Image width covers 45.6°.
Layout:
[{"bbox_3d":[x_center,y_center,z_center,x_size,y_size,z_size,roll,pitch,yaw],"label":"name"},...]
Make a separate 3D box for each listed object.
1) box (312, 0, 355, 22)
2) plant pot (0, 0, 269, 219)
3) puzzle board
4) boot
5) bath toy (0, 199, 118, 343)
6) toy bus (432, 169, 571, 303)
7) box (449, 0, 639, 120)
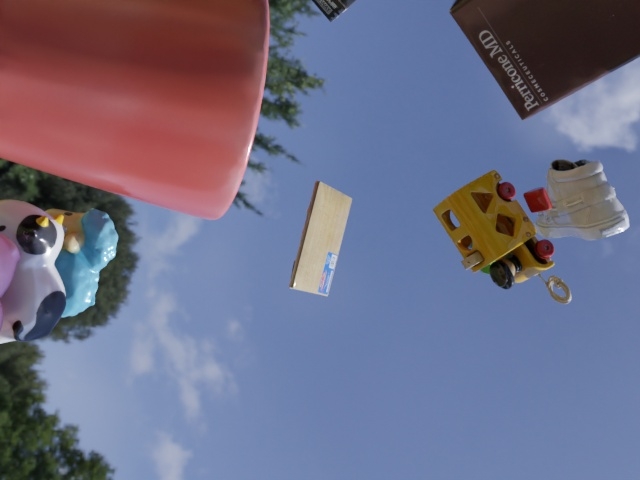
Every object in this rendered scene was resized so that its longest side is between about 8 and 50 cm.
[{"bbox_3d":[0.048,-0.570,1.311,0.307,0.242,0.076,-47,-167,-17],"label":"box"},{"bbox_3d":[-0.208,-0.166,0.786,0.275,0.243,0.274,-173,-90,-70],"label":"plant pot"},{"bbox_3d":[0.000,0.000,0.913,0.011,0.096,0.128,13,-94,27],"label":"puzzle board"},{"bbox_3d":[0.401,-0.073,1.219,0.258,0.095,0.123,-168,-123,-83],"label":"boot"},{"bbox_3d":[-0.324,0.041,0.730,0.129,0.348,0.151,-20,-85,15],"label":"bath toy"},{"bbox_3d":[0.251,0.004,1.109,0.202,0.104,0.190,33,-37,48],"label":"toy bus"},{"bbox_3d":[0.377,-0.340,0.967,0.382,0.191,0.143,-29,-160,33],"label":"box"}]
